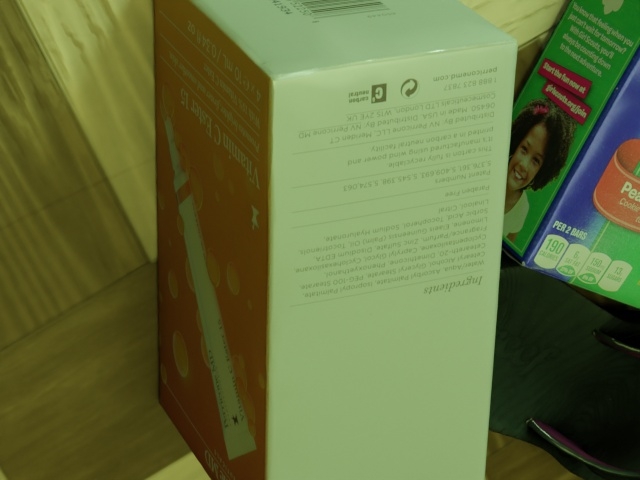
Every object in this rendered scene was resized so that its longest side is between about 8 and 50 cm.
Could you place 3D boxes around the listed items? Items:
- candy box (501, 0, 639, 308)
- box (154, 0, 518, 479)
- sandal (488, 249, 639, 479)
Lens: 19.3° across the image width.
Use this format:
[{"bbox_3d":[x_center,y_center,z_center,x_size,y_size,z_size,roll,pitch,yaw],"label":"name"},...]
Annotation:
[{"bbox_3d":[0.298,-0.102,1.421,0.268,0.122,0.317,19,105,-32],"label":"candy box"},{"bbox_3d":[0.000,0.000,1.268,0.168,0.215,0.345,-10,119,-22],"label":"box"},{"bbox_3d":[0.241,0.131,1.498,0.446,0.107,0.167,17,105,-43],"label":"sandal"}]
